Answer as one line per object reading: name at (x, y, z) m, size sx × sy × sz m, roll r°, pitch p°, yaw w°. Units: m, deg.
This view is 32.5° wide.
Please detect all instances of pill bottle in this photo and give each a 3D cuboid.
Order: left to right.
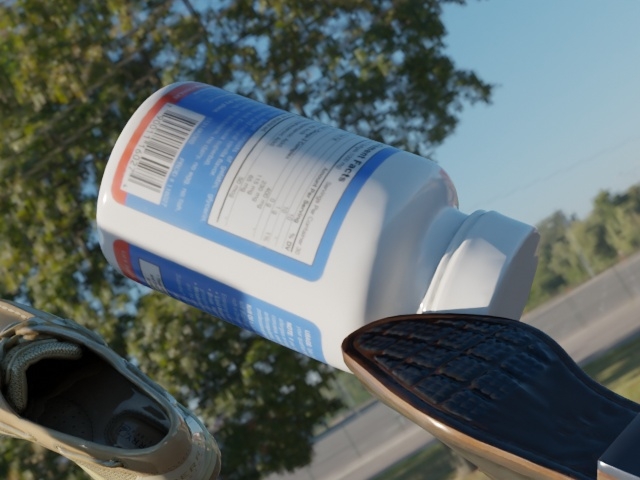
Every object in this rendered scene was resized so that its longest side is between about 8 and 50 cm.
pill bottle at (0.000, 0.000, 0.603) m, size 0.124 × 0.221 × 0.124 m, roll -51°, pitch -26°, yaw -38°

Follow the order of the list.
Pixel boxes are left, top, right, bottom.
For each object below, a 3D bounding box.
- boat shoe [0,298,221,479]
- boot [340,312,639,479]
boat shoe at (-0.236, 0.113, 0.943) m, size 0.122 × 0.341 × 0.110 m, roll -57°, pitch -27°, yaw -25°
boot at (0.093, 0.104, 0.468) m, size 0.082 × 0.106 × 0.219 m, roll -28°, pitch 30°, yaw -32°
